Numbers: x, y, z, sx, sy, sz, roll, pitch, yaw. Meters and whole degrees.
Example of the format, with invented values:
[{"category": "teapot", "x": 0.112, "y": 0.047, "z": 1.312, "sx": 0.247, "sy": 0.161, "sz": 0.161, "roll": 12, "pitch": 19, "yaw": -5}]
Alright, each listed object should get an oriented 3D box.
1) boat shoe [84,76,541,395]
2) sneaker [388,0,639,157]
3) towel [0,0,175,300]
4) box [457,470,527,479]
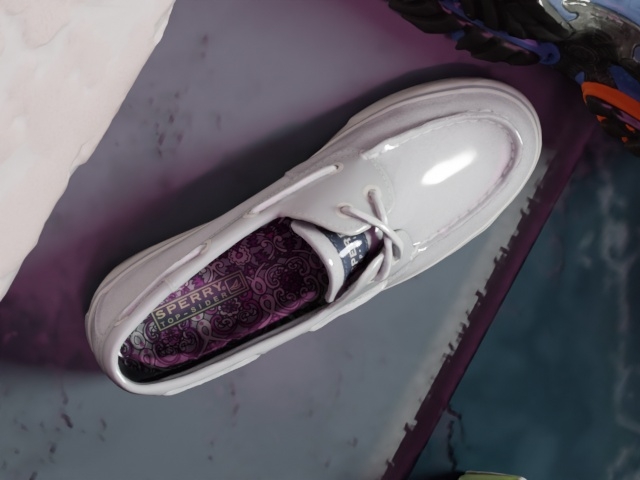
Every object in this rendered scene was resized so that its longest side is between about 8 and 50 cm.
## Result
[{"category": "boat shoe", "x": 0.000, "y": 0.000, "z": 0.681, "sx": 0.184, "sy": 0.063, "sz": 0.066, "roll": -23, "pitch": 108, "yaw": -3}, {"category": "sneaker", "x": 0.091, "y": -0.102, "z": 0.669, "sx": 0.221, "sy": 0.083, "sz": 0.087, "roll": 33, "pitch": 69, "yaw": -12}, {"category": "towel", "x": -0.111, "y": -0.131, "z": 0.528, "sx": 0.053, "sy": 0.317, "sz": 0.332, "roll": 35, "pitch": 99, "yaw": 24}, {"category": "box", "x": 0.066, "y": 0.282, "z": 0.707, "sx": 0.232, "sy": 0.058, "sz": 0.322, "roll": 40, "pitch": 69, "yaw": -17}]
